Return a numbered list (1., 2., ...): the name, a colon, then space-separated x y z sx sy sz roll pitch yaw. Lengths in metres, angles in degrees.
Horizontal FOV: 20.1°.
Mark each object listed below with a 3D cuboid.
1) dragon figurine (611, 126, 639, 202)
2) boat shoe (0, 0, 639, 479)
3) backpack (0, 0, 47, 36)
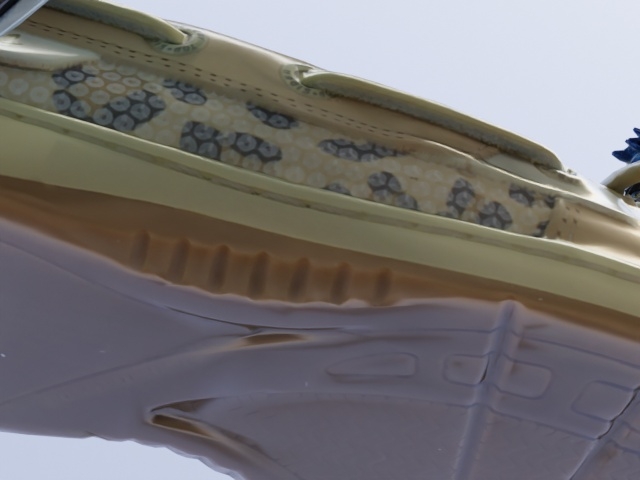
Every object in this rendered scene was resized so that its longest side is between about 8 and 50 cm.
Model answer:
1. dragon figurine: 0.058 0.041 0.633 0.289 0.144 0.085 -29 -102 -45
2. boat shoe: 0.000 0.000 0.383 0.285 0.104 0.089 18 -132 -12
3. backpack: -0.071 -0.181 0.287 0.225 0.253 0.191 36 -156 -32
